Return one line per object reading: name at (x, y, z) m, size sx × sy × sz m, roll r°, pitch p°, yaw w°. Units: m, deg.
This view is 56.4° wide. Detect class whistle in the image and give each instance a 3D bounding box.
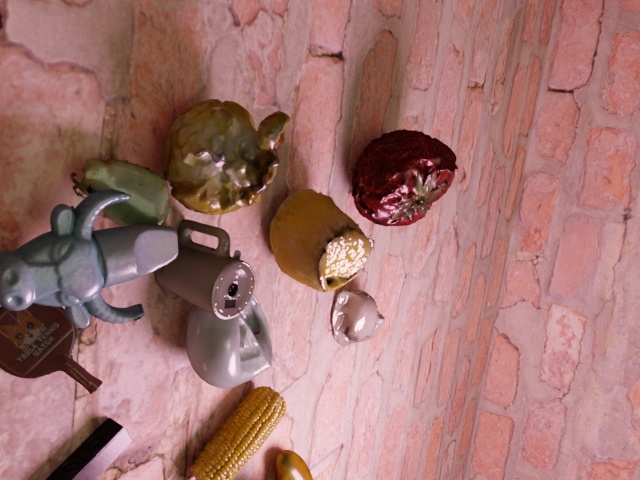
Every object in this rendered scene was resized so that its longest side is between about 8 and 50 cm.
whistle at (-0.319, 0.031, 0.799) m, size 0.274 × 0.093 × 0.186 m, roll -16°, pitch 111°, yaw -38°

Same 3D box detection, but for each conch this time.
conch at (-0.282, -0.074, 0.872) m, size 0.170 × 0.079 × 0.106 m, roll 43°, pitch 53°, yaw -51°
conch at (-0.166, 0.178, 1.103) m, size 0.221 × 0.120 × 0.185 m, roll 42°, pitch 64°, yaw -62°

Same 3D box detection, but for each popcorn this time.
popcorn at (-0.145, -0.137, 0.946) m, size 0.198 × 0.212 × 0.198 m, roll -10°, pitch 90°, yaw -81°

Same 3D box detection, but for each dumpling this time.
dumpling at (0.092, 0.208, 1.544) m, size 0.150 × 0.092 × 0.176 m, roll -55°, pitch 150°, yaw -5°

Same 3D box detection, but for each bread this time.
bread at (-0.003, 0.002, 1.227) m, size 0.197 × 0.170 × 0.197 m, roll -27°, pitch 132°, yaw -35°

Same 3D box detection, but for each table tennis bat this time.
table tennis bat at (-0.390, 0.148, 0.854) m, size 0.170 × 0.119 × 0.107 m, roll 47°, pitch 72°, yaw -19°

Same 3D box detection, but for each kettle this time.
kettle at (-0.195, 0.050, 0.982) m, size 0.098 × 0.148 × 0.127 m, roll -36°, pitch 133°, yaw -42°

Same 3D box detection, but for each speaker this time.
speaker at (-0.382, 0.368, 0.929) m, size 0.191 × 0.040 × 0.046 m, roll -47°, pitch 140°, yaw -37°

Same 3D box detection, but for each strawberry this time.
strawberry at (0.188, -0.158, 1.432) m, size 0.274 × 0.220 × 0.274 m, roll -25°, pitch 153°, yaw -14°

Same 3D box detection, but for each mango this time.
mango at (-0.065, 0.571, 1.437) m, size 0.089 × 0.111 × 0.163 m, roll -17°, pitch 102°, yaw -9°

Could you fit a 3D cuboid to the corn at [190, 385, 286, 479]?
corn at (-0.165, 0.406, 1.224) m, size 0.244 × 0.093 × 0.093 m, roll -48°, pitch 139°, yaw -36°
